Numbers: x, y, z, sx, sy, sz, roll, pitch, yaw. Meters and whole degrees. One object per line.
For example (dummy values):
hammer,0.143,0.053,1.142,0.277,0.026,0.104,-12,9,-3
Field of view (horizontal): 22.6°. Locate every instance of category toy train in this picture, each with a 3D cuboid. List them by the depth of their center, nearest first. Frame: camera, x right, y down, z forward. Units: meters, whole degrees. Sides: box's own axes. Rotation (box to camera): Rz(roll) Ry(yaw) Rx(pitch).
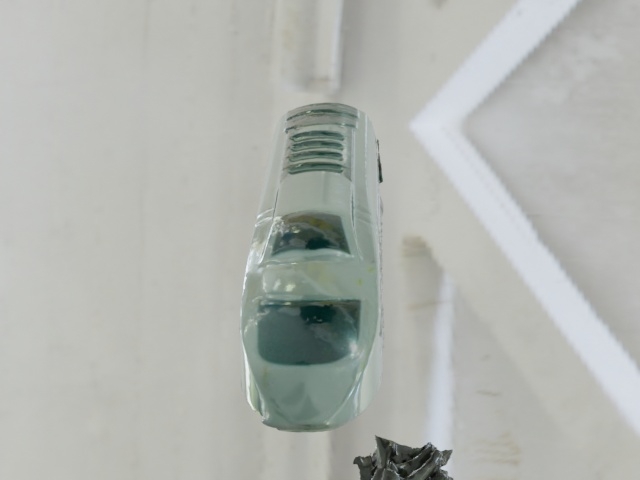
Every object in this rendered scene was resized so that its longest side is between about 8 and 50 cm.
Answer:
toy train,0.000,0.000,1.030,0.087,0.407,0.088,1,-71,1

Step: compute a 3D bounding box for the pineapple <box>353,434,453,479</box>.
pineapple,0.033,0.249,1.136,0.125,0.251,0.125,17,-38,13
